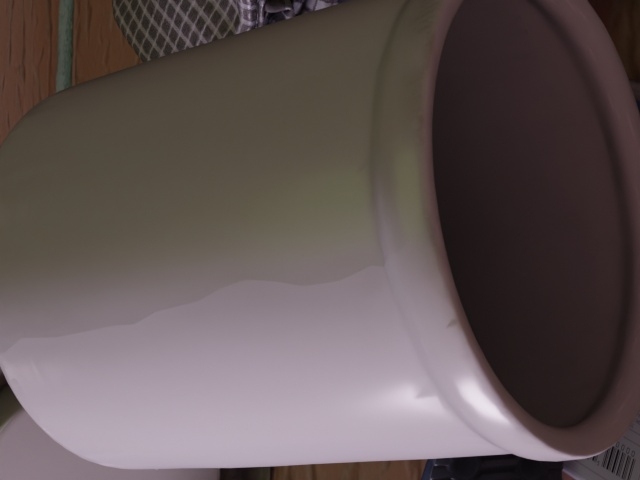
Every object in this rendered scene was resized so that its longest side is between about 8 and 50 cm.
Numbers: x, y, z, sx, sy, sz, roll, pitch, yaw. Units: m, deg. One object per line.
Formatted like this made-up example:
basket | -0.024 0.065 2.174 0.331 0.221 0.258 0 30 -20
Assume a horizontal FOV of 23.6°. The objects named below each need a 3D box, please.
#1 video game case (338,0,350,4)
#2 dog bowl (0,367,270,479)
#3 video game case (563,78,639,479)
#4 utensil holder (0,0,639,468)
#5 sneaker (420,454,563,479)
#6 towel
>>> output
video game case | -0.017 -0.211 1.543 0.201 0.023 0.184 -32 61 49
dog bowl | -0.229 0.235 1.536 0.102 0.348 0.349 -141 62 -63
video game case | 0.195 0.016 1.202 0.329 0.036 0.300 30 111 53
utensil holder | 0.000 0.000 1.079 0.385 0.327 0.328 -10 78 36
sneaker | 0.113 0.242 1.211 0.131 0.112 0.319 -116 34 -74
towel | -0.105 -0.262 1.550 0.284 0.121 0.235 59 133 41
